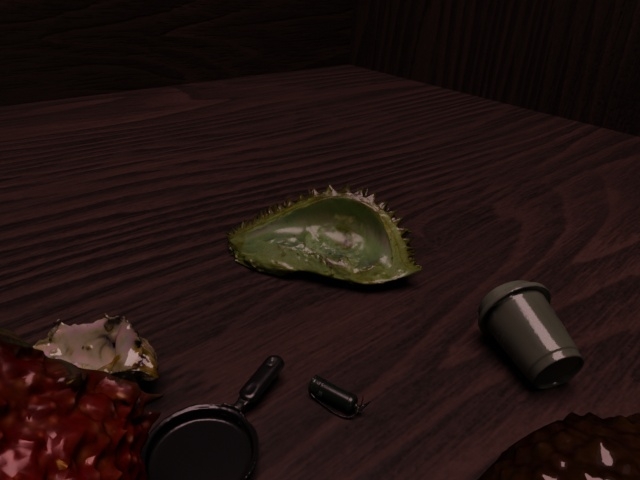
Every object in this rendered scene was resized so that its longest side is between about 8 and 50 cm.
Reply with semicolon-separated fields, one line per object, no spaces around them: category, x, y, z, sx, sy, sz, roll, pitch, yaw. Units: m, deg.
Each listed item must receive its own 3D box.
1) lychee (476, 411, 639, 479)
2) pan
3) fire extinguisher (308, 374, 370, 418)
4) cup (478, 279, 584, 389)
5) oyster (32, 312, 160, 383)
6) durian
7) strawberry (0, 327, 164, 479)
lychee;0.220;0.271;0.345;0.267;0.268;0.268;2;30;-1
pan;-0.115;0.227;0.617;0.136;0.028;0.235;19;36;24
fire extinguisher;0.023;0.212;0.664;0.083;0.025;0.038;19;71;26
cup;0.311;0.140;0.736;0.119;0.120;0.141;-4;40;-12
oyster;-0.313;0.161;0.685;0.208;0.072;0.133;-16;36;6
durian;0.001;0.004;0.986;0.393;0.163;0.198;3;68;8
strawberry;-0.314;0.238;0.392;0.291;0.292;0.344;12;49;15
